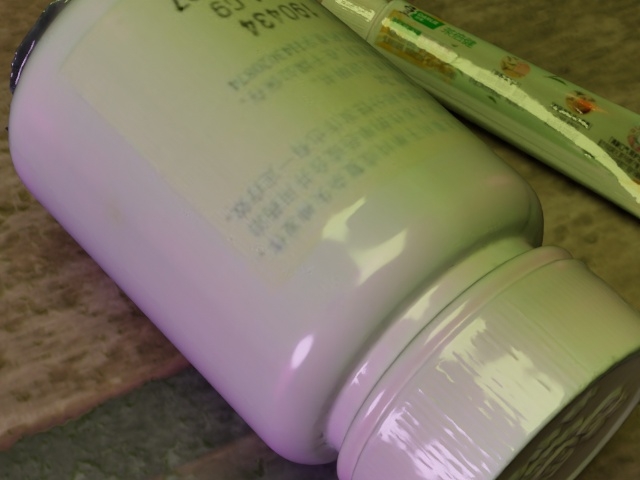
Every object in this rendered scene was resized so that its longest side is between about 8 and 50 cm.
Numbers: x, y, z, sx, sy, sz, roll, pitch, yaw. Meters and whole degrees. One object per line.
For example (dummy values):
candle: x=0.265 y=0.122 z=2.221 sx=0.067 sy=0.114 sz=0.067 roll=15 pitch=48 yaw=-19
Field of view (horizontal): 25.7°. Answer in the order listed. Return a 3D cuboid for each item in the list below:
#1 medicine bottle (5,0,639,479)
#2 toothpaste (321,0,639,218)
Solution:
medicine bottle: x=0.000 y=0.000 z=0.828 sx=0.213 sy=0.213 sz=0.379 roll=-38 pitch=66 yaw=-17
toothpaste: x=0.139 y=-0.097 z=0.971 sx=0.314 sy=0.058 sz=0.056 roll=31 pitch=23 yaw=14
